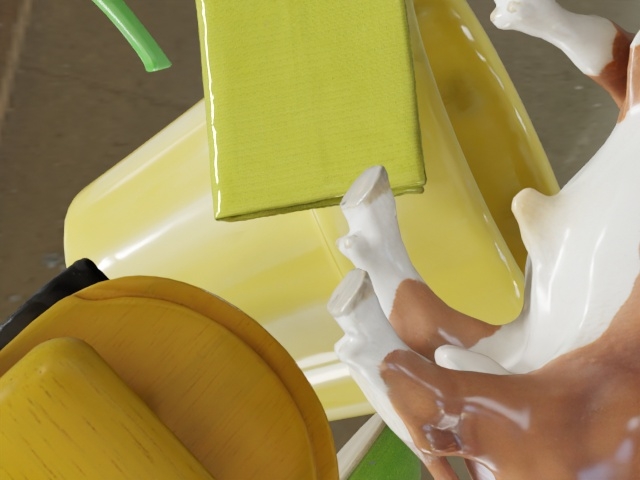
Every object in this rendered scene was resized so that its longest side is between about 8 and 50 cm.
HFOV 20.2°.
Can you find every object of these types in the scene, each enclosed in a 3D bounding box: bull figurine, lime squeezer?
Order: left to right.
[{"bbox_3d":[-0.183,-0.266,1.299,0.059,0.110,0.310,-3,105,54],"label":"lime squeezer"},{"bbox_3d":[0.130,-0.021,0.680,0.188,0.101,0.310,36,75,-15],"label":"bull figurine"}]

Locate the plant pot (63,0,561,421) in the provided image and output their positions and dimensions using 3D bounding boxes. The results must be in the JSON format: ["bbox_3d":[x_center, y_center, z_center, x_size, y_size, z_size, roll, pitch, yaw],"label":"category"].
[{"bbox_3d":[0.000,0.000,1.003,0.239,0.254,0.254,-25,87,16],"label":"plant pot"}]

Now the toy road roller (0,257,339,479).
[{"bbox_3d":[-0.139,0.156,0.778,0.329,0.240,0.202,-43,90,-11],"label":"toy road roller"}]

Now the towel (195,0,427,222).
[{"bbox_3d":[-0.011,-0.125,0.858,0.102,0.021,0.237,-10,69,10],"label":"towel"}]

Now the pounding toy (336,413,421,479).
[{"bbox_3d":[0.024,0.213,1.133,0.110,0.237,0.183,39,104,1],"label":"pounding toy"}]
